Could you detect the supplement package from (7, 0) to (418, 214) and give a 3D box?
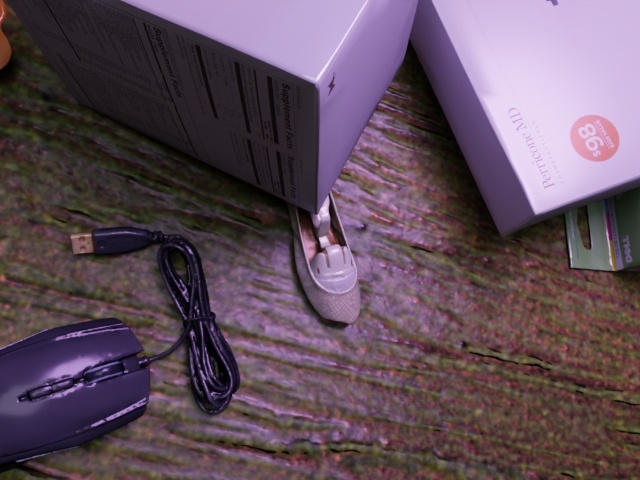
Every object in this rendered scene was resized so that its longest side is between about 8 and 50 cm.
[{"bbox_3d":[-0.074,-0.190,0.443,0.263,0.198,0.199,26,71,9],"label":"supplement package"}]

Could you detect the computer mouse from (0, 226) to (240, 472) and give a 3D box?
[{"bbox_3d":[-0.207,0.080,0.440,0.262,0.060,0.183,-11,79,-16],"label":"computer mouse"}]

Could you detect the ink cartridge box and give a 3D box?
[{"bbox_3d":[0.386,-0.020,0.604,0.210,0.062,0.108,4,75,-12],"label":"ink cartridge box"}]

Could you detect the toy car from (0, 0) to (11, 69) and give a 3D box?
[{"bbox_3d":[-0.365,-0.242,0.444,0.238,0.219,0.210,38,67,-32],"label":"toy car"}]

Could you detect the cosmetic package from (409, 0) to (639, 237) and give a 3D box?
[{"bbox_3d":[0.253,-0.228,0.565,0.285,0.097,0.376,-21,78,-4],"label":"cosmetic package"}]

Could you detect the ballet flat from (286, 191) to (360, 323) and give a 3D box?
[{"bbox_3d":[0.000,0.000,0.514,0.057,0.052,0.168,-16,80,-17],"label":"ballet flat"}]
